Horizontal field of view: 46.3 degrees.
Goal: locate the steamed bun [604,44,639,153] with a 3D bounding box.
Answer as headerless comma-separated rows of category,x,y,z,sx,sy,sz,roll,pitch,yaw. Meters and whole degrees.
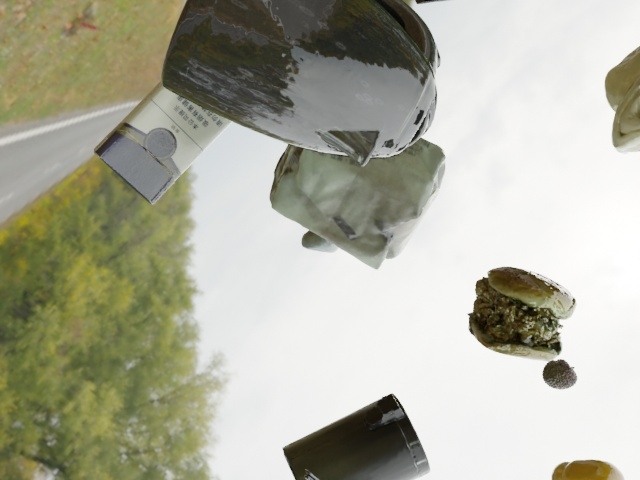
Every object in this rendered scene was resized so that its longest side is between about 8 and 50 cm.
steamed bun,0.820,-0.295,1.658,0.247,0.339,0.352,140,-32,-68

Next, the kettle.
kettle,0.007,-0.223,0.853,0.207,0.290,0.268,-56,-170,55

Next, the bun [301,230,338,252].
bun,0.000,0.000,1.502,0.083,0.083,0.045,-175,-82,-69

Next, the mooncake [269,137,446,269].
mooncake,0.058,-0.100,1.191,0.136,0.254,0.250,-60,179,-39

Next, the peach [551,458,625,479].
peach,0.660,0.603,1.862,0.179,0.179,0.103,-30,-138,42

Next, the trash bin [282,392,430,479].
trash bin,0.078,0.512,1.761,0.301,0.252,0.203,-24,-141,-6

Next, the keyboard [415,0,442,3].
keyboard,0.162,-0.447,1.196,0.015,0.074,0.196,95,-15,-55

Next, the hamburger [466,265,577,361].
hamburger,0.318,0.104,1.183,0.185,0.159,0.131,-107,-153,-76

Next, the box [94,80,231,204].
box,-0.334,-0.225,1.600,0.259,0.168,0.071,-48,-153,-5

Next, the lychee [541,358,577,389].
lychee,0.529,0.295,1.651,0.083,0.068,0.067,-15,-174,-13

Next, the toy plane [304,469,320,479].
toy plane,0.046,0.598,1.452,0.155,0.381,0.106,-50,-158,-16
